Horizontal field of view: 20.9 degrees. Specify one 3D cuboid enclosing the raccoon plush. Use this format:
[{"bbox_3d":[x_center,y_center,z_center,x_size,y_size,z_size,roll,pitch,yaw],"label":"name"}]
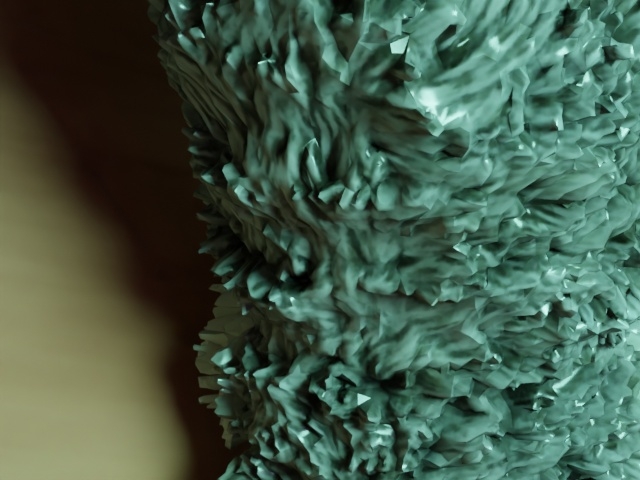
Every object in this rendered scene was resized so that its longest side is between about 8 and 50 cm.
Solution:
[{"bbox_3d":[0.000,0.000,0.494,0.446,0.216,0.299,-4,102,-64],"label":"raccoon plush"}]
